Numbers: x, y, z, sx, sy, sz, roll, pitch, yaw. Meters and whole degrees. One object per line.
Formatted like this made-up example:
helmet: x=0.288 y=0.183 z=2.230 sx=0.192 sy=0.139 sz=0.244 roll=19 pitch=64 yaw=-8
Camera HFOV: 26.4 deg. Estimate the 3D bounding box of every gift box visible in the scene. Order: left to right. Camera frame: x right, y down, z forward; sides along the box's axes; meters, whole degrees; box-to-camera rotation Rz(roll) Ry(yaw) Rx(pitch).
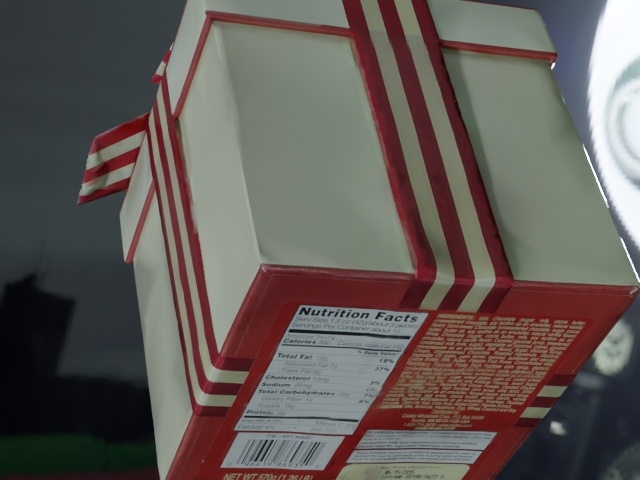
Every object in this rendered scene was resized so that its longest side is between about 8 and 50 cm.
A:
gift box: x=0.000 y=0.000 z=0.840 sx=0.255 sy=0.276 sz=0.258 roll=7 pitch=-131 yaw=-24
